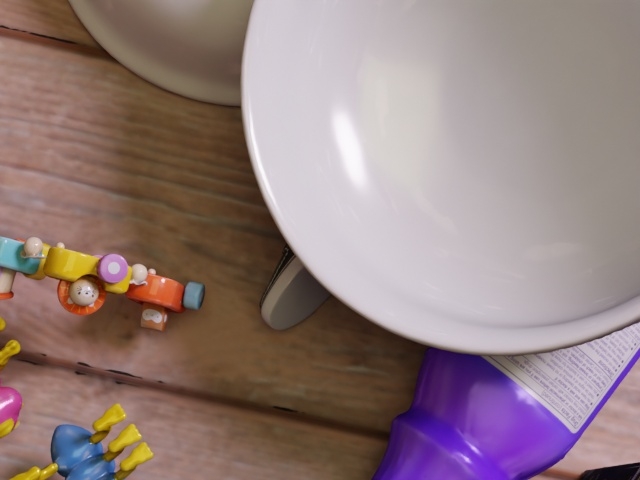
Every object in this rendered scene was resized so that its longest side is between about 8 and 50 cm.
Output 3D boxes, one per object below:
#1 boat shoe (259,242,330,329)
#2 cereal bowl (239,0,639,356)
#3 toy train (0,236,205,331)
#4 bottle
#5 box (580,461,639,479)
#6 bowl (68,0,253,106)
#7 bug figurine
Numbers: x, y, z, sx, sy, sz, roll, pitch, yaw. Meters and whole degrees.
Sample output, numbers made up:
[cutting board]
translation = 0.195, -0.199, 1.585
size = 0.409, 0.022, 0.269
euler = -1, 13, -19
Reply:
[boat shoe]
translation = 0.000, 0.000, 0.974
size = 0.040, 0.049, 0.142
euler = 30, 77, 36
[cereal bowl]
translation = 0.127, -0.100, 0.865
size = 0.339, 0.141, 0.339
euler = 1, 92, 23
[toy train]
translation = -0.166, 0.030, 0.918
size = 0.166, 0.125, 0.046
euler = 12, 83, 5
[bottle]
translation = 0.129, 0.097, 0.937
size = 0.118, 0.092, 0.283
euler = 39, 78, 1
[box]
translation = 0.144, 0.279, 0.825
size = 0.076, 0.242, 0.307
euler = 33, 77, 2
[bowl]
translation = -0.048, -0.254, 0.974
size = 0.298, 0.134, 0.298
euler = 1, 79, -5
[bug figurine]
translation = -0.251, 0.170, 0.900
size = 0.279, 0.072, 0.216
euler = -32, 76, -6
